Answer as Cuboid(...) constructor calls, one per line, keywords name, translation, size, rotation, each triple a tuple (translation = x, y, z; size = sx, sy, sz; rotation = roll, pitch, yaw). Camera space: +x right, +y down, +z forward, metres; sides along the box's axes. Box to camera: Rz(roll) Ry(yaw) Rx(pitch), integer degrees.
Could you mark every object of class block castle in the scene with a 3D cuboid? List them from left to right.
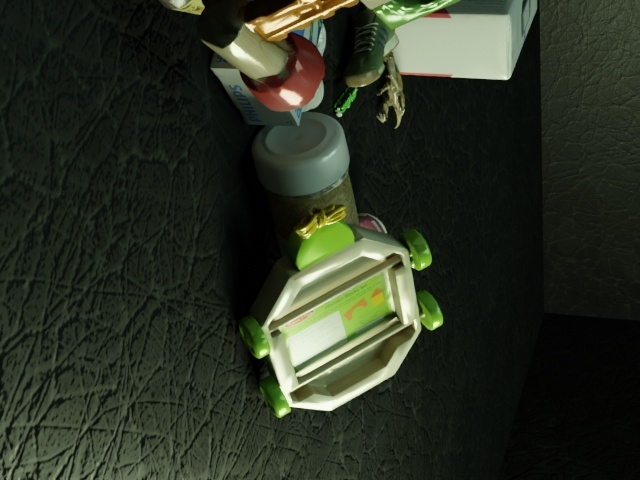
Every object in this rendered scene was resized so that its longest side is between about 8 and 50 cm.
Cuboid(name="block castle", translation=(0.084, -0.349, 1.098), size=(0.213, 0.453, 0.303), rotation=(25, 48, -62))

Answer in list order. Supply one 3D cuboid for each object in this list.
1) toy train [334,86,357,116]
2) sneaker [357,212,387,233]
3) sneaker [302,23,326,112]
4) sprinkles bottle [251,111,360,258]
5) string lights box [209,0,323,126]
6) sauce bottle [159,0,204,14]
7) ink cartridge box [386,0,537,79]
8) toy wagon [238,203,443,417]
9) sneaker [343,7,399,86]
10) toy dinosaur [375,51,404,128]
Cuboid(name="toy train", translation=(0.040, -0.219, 1.700), size=(0.083, 0.017, 0.023), rotation=(-59, 157, -53))
Cuboid(name="sneaker", translation=(0.076, 0.043, 1.772), size=(0.084, 0.069, 0.185), rotation=(-71, 155, -49))
Cuboid(name="sneaker", translation=(-0.025, -0.244, 1.459), size=(0.061, 0.054, 0.152), rotation=(-45, 135, -58))
Cuboid(name="sprinkles bottle", translation=(0.000, 0.000, 1.473), size=(0.121, 0.121, 0.355), rotation=(-67, 153, -43))
Cuboid(name="string lights box", translation=(-0.052, -0.286, 1.335), size=(0.133, 0.077, 0.259), rotation=(57, 41, -61))
Cuboid(name="sauce bottle", translation=(-0.148, -0.260, 1.128), size=(0.128, 0.042, 0.042), rotation=(-15, 108, -67))
Cuboid(name="ink cartridge box", translation=(0.261, -0.419, 1.978), size=(0.306, 0.226, 0.131), rotation=(-64, 152, -50))
Cuboid(name="toy wagon", translation=(0.022, 0.077, 1.412), size=(0.267, 0.068, 0.344), rotation=(-28, 132, -15))
Cuboid(name="sneaker", translation=(0.073, -0.320, 1.717), size=(0.192, 0.064, 0.086), rotation=(-60, 141, -51))
Cuboid(name="toy dinosaur", translation=(0.133, -0.249, 1.903), size=(0.092, 0.053, 0.183), rotation=(-69, 154, -44))
